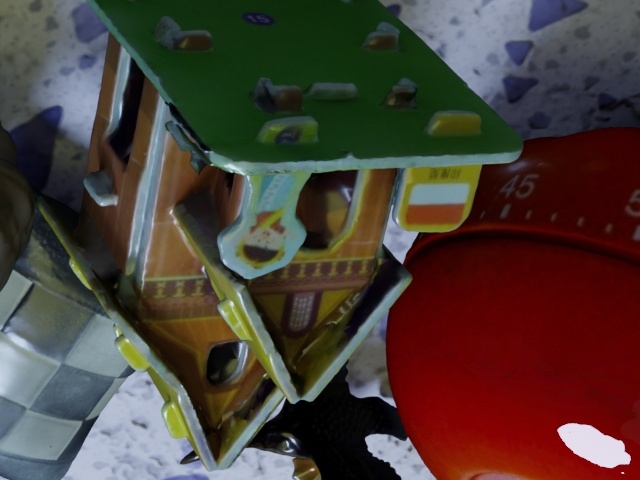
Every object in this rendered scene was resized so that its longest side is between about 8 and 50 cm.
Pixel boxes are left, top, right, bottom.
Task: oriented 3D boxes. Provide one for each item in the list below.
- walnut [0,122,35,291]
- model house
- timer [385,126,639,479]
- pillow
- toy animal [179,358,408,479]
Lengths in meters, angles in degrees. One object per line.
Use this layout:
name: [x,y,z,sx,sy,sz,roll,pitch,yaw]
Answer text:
walnut: [-0.302,-0.011,1.180,0.224,0.224,0.224,-6,128,-8]
model house: [0.000,0.000,1.184,0.340,0.300,0.324,-3,123,-27]
timer: [0.230,0.095,1.282,0.378,0.378,0.279,45,63,-35]
pillow: [-0.213,0.078,1.336,0.186,0.106,0.250,27,112,-33]
toy animal: [-0.009,0.163,1.423,0.197,0.273,0.160,-21,163,0]
